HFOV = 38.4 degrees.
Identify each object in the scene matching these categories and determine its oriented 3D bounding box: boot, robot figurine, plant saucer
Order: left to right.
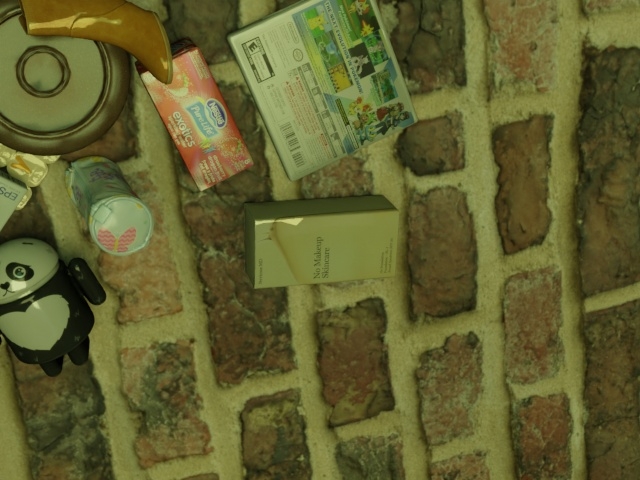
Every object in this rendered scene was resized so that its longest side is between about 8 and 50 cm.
[{"bbox_3d":[-0.549,0.129,1.785,0.209,0.174,0.278,-43,123,-35],"label":"robot figurine"},{"bbox_3d":[-0.501,-0.305,1.667,0.311,0.050,0.310,-3,102,-14],"label":"plant saucer"},{"bbox_3d":[-0.397,-0.367,1.583,0.211,0.295,0.104,-19,157,-29],"label":"boot"}]

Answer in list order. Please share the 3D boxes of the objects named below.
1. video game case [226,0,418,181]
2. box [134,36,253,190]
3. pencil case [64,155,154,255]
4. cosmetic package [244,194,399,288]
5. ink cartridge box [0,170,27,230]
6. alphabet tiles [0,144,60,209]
[{"bbox_3d":[0.010,-0.323,1.851,0.300,0.036,0.328,-26,115,-5],"label":"video game case"},{"bbox_3d":[-0.240,-0.242,1.756,0.123,0.128,0.256,-27,116,-5],"label":"box"},{"bbox_3d":[-0.395,-0.070,1.703,0.113,0.273,0.124,-39,124,-6],"label":"pencil case"},{"bbox_3d":[0.000,0.000,1.935,0.310,0.113,0.160,-6,113,-16],"label":"cosmetic package"},{"bbox_3d":[-0.689,-0.059,1.671,0.223,0.045,0.224,31,98,-35],"label":"ink cartridge box"},{"bbox_3d":[-0.637,-0.192,1.717,0.278,0.021,0.284,34,99,-26],"label":"alphabet tiles"}]
